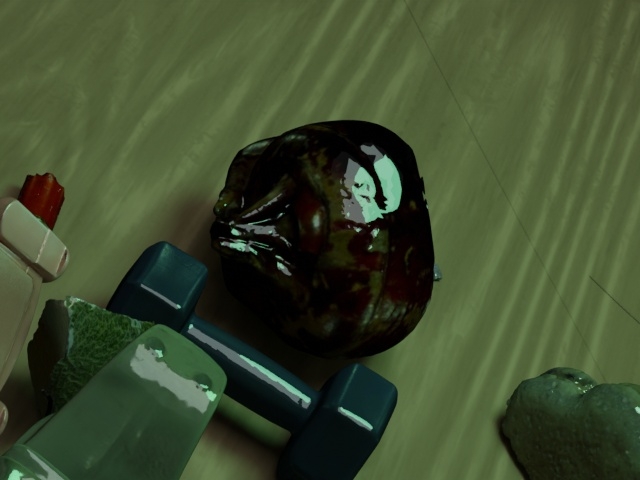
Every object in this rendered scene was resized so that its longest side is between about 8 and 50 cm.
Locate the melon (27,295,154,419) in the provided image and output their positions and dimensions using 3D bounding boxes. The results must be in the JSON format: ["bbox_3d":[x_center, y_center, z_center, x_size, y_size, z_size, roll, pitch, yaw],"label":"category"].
[{"bbox_3d":[-0.227,0.098,1.819,0.139,0.202,0.093,-17,62,-28],"label":"melon"}]

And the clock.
[{"bbox_3d":[-0.392,0.060,1.740,0.142,0.241,0.227,48,54,-50],"label":"clock"}]

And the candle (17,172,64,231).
[{"bbox_3d":[-0.312,-0.032,2.026,0.052,0.052,0.130,24,40,-13],"label":"candle"}]

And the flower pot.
[{"bbox_3d":[-0.232,0.250,1.640,0.164,0.254,0.367,37,37,3],"label":"flower pot"}]

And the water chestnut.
[{"bbox_3d":[0.000,0.000,2.065,0.244,0.289,0.289,-14,53,-5],"label":"water chestnut"}]

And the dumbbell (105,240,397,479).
[{"bbox_3d":[-0.083,0.140,1.941,0.316,0.156,0.143,33,10,-3],"label":"dumbbell"}]

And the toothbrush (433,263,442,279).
[{"bbox_3d":[0.120,-0.016,2.338,0.014,0.011,0.167,7,47,-36],"label":"toothbrush"}]

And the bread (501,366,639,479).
[{"bbox_3d":[0.348,0.271,2.082,0.102,0.183,0.337,-3,53,-47],"label":"bread"}]
